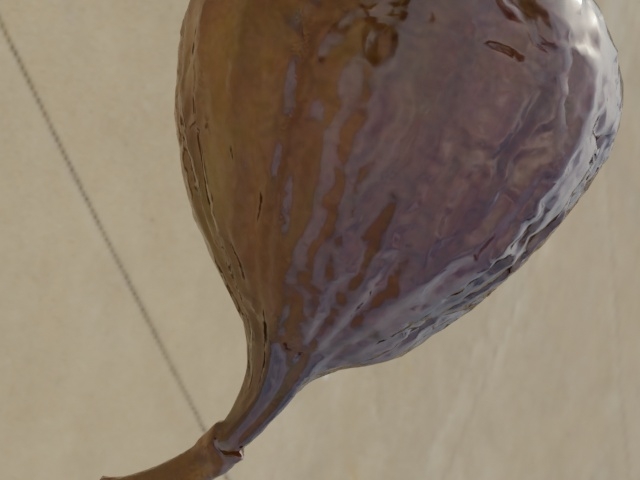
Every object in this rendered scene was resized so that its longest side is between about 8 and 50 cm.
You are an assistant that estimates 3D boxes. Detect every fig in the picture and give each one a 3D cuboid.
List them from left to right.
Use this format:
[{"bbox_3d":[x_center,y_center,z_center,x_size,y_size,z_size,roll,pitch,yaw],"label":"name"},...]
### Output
[{"bbox_3d":[0.000,0.000,0.382,0.201,0.134,0.146,-62,147,-12],"label":"fig"}]
